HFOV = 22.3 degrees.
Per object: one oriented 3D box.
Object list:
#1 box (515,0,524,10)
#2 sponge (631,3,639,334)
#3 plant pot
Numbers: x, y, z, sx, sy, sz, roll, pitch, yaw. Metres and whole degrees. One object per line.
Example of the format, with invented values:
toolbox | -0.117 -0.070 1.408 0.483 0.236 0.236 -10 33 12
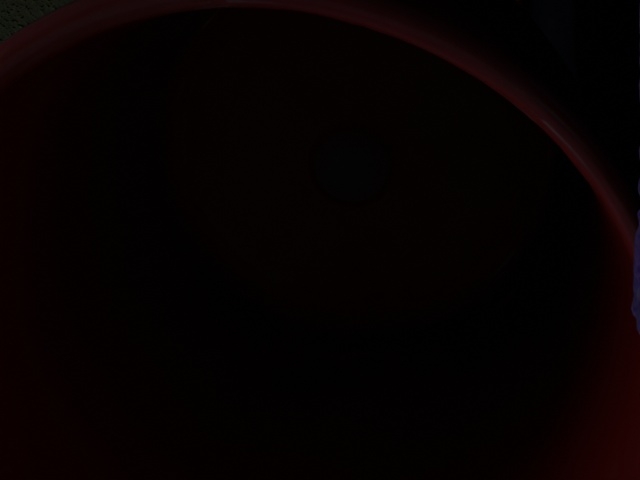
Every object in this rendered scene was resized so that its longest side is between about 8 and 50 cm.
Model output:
box | 0.046 -0.060 0.930 0.154 0.142 0.299 83 -176 -74
sponge | 0.099 0.025 0.342 0.210 0.031 0.117 -93 -1 -57
plant pot | 0.000 0.000 0.638 0.243 0.275 0.274 -70 -23 -66
